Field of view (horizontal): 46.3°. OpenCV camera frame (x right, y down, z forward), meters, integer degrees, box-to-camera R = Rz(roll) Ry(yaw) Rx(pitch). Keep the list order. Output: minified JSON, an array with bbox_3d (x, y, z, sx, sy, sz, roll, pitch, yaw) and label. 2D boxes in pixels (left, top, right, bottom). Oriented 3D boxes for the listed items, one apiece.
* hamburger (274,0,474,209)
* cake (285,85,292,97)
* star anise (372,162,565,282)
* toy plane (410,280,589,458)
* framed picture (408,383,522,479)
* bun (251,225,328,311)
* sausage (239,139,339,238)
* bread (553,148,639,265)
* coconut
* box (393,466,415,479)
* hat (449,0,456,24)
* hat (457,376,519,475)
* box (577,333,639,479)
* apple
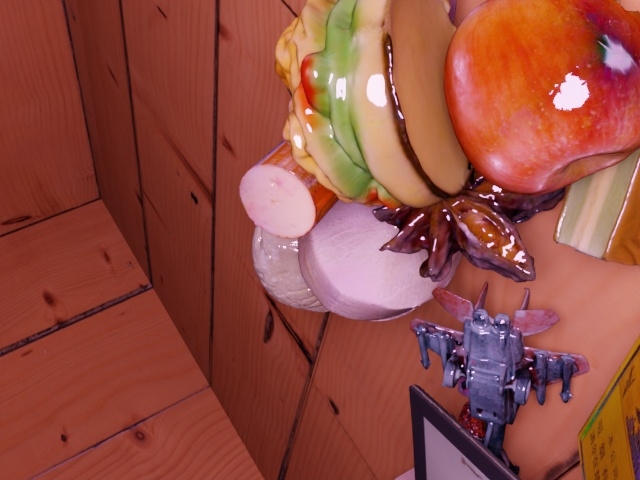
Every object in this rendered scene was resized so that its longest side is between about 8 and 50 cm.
[{"bbox_3d":[0.045,-0.138,0.712,0.149,0.237,0.237,-5,112,30],"label":"hamburger"},{"bbox_3d":[0.007,-0.199,1.125,0.185,0.080,0.116,47,165,15],"label":"cake"},{"bbox_3d":[0.152,-0.054,0.815,0.099,0.214,0.220,72,-156,-63],"label":"star anise"},{"bbox_3d":[0.221,0.194,0.959,0.223,0.104,0.326,10,126,24],"label":"toy plane"},{"bbox_3d":[0.204,0.387,0.984,0.265,0.016,0.347,39,144,50],"label":"framed picture"},{"bbox_3d":[0.000,0.000,1.150,0.134,0.220,0.220,-2,112,46],"label":"bun"},{"bbox_3d":[0.024,-0.117,0.879,0.093,0.312,0.093,15,127,21],"label":"sausage"},{"bbox_3d":[0.292,-0.050,0.715,0.074,0.084,0.139,27,105,56],"label":"bread"},{"bbox_3d":[0.080,-0.006,0.973,0.224,0.224,0.234,57,157,18],"label":"coconut"},{"bbox_3d":[0.182,0.480,1.379,0.122,0.089,0.062,50,142,30],"label":"box"},{"bbox_3d":[0.087,-0.285,0.825,0.205,0.089,0.205,38,140,41],"label":"hat"},{"bbox_3d":[0.230,0.306,1.108,0.140,0.129,0.227,8,106,27],"label":"hat"},{"bbox_3d":[0.323,0.195,0.675,0.301,0.084,0.192,93,-176,-48],"label":"box"},{"bbox_3d":[0.195,-0.138,0.643,0.199,0.199,0.199,47,151,37],"label":"apple"}]
